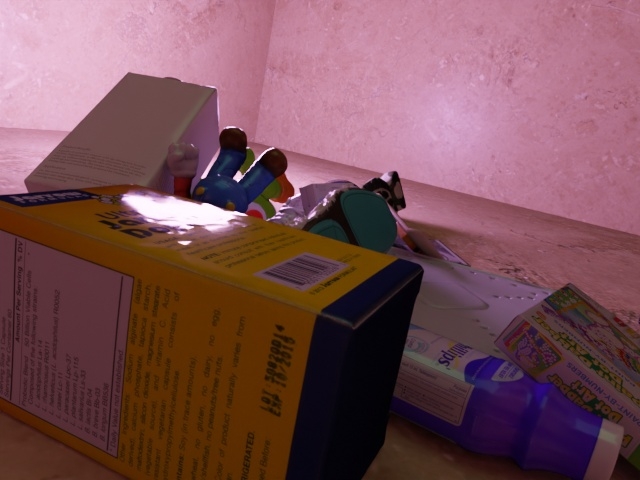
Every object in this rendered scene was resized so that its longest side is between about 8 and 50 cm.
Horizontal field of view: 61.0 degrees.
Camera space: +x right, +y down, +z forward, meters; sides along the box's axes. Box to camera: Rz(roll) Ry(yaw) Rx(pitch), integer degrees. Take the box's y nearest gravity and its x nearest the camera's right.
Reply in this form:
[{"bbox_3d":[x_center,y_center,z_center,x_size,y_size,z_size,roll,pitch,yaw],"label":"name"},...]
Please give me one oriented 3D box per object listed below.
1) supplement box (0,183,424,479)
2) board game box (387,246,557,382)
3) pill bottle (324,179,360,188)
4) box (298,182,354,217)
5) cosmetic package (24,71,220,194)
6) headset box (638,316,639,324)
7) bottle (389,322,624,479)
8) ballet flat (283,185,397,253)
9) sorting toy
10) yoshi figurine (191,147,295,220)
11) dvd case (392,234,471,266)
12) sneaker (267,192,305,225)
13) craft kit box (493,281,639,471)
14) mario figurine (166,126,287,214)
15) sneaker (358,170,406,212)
[{"bbox_3d":[-0.115,0.082,0.504,0.356,0.194,0.195,16,15,21],"label":"supplement box"},{"bbox_3d":[0.199,0.109,0.882,0.390,0.050,0.390,15,17,27],"label":"board game box"},{"bbox_3d":[0.049,-0.066,1.318,0.153,0.153,0.264,9,13,-6],"label":"pill bottle"},{"bbox_3d":[0.033,-0.018,1.052,0.038,0.186,0.145,-13,-2,36],"label":"box"},{"bbox_3d":[-0.338,-0.150,1.007,0.197,0.155,0.365,13,45,7],"label":"cosmetic package"},{"bbox_3d":[0.808,0.173,1.018,0.293,0.110,0.218,11,13,1],"label":"headset box"},{"bbox_3d":[0.163,0.168,0.584,0.283,0.092,0.118,19,15,30],"label":"bottle"},{"bbox_3d":[0.000,0.000,0.863,0.147,0.147,0.409,16,17,21],"label":"ballet flat"},{"bbox_3d":[0.199,0.001,1.176,0.193,0.038,0.208,46,4,-32],"label":"sorting toy"},{"bbox_3d":[-0.226,-0.102,1.217,0.203,0.203,0.362,0,10,26],"label":"yoshi figurine"},{"bbox_3d":[0.238,0.020,1.342,0.221,0.018,0.164,10,19,-19],"label":"dvd case"},{"bbox_3d":[-0.073,-0.024,1.055,0.114,0.152,0.305,19,18,28],"label":"sneaker"},{"bbox_3d":[0.363,0.165,0.660,0.250,0.061,0.246,43,31,25],"label":"craft kit box"},{"bbox_3d":[-0.164,-0.060,0.883,0.198,0.170,0.320,5,50,25],"label":"mario figurine"},{"bbox_3d":[0.143,-0.108,1.700,0.182,0.158,0.410,-17,4,24],"label":"sneaker"}]
